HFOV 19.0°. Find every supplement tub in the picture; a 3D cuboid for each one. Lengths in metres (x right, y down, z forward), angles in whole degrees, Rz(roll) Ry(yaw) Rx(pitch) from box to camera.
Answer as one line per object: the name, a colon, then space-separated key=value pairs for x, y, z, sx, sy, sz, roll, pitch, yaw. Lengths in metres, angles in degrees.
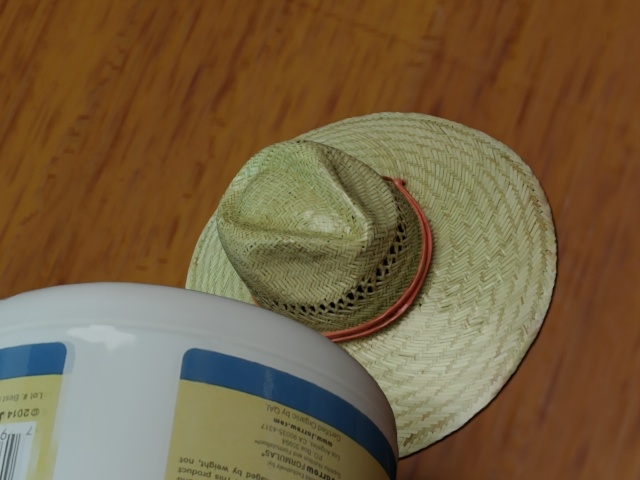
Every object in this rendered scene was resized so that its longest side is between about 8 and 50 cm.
supplement tub: x=-0.056 y=0.128 z=0.524 sx=0.144 sy=0.144 sz=0.199 roll=-9 pitch=57 yaw=25

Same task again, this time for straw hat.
straw hat: x=0.000 y=0.000 z=0.628 sx=0.144 sy=0.061 sz=0.144 roll=-14 pitch=54 yaw=21
